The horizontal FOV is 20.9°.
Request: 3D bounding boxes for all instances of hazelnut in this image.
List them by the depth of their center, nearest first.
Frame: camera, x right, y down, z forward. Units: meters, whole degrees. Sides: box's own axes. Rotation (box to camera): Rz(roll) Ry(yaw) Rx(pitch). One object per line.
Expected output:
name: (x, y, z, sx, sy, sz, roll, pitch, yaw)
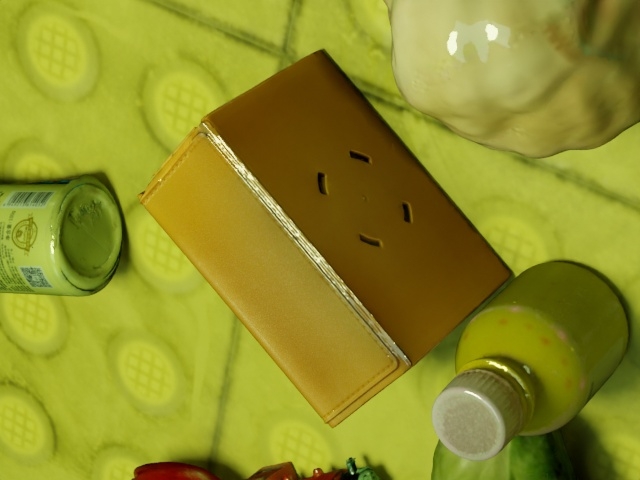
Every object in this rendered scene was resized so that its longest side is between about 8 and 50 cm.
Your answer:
hazelnut: (0.170, -0.187, 1.353, 0.241, 0.261, 0.261, 36, 135, 56)

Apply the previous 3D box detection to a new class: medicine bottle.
medicine bottle: (0.170, 0.110, 1.474, 0.121, 0.212, 0.122, 14, 119, 27)
medicine bottle: (-0.328, -0.003, 1.810, 0.238, 0.124, 0.124, 0, 112, 34)

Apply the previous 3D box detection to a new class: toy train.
toy train: (0.003, 0.276, 1.757, 0.176, 0.074, 0.118, -19, 97, 40)

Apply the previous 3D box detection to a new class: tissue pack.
tissue pack: (0.000, 0.000, 1.546, 0.274, 0.194, 0.145, 50, 129, 4)

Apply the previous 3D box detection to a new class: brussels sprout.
brussels sprout: (0.171, 0.222, 1.571, 0.131, 0.145, 0.183, -13, 105, 31)

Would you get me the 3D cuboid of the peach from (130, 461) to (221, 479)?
peach: (-0.162, 0.328, 1.814, 0.190, 0.190, 0.192, -26, 112, 39)
